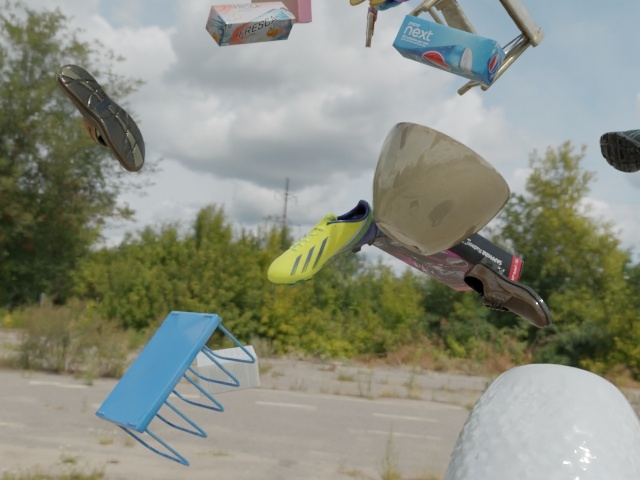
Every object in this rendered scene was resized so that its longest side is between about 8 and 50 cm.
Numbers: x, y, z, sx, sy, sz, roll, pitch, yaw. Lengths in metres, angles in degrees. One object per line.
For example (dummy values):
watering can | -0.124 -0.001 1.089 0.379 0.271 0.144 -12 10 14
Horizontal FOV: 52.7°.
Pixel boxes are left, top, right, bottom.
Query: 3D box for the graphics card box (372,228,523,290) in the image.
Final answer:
graphics card box | 0.331 0.027 1.747 0.371 0.094 0.233 29 -19 -25

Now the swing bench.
swing bench | 0.392 -0.538 1.585 0.253 0.255 0.165 49 -2 -13

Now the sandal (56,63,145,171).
sandal | -0.404 -0.217 1.179 0.060 0.090 0.219 -26 -65 33

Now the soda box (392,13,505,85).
soda box | 0.253 -0.379 1.286 0.210 0.071 0.067 29 6 31

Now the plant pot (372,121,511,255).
plant pot | 0.216 -0.083 1.333 0.284 0.191 0.284 34 -7 5

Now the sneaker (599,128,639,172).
sneaker | 0.760 -0.211 1.480 0.106 0.101 0.267 -24 21 -15

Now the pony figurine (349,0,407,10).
pony figurine | 0.206 -0.525 0.993 0.303 0.351 0.363 44 -52 -15

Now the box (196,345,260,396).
box | -0.270 0.374 1.867 0.171 0.091 0.130 -7 8 -11

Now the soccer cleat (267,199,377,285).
soccer cleat | 0.000 -0.001 1.441 0.289 0.121 0.093 -27 35 -21

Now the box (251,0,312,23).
box | -0.115 -0.744 1.862 0.149 0.232 0.127 3 19 18

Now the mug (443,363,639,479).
mug | 0.290 0.368 0.861 0.276 0.328 0.374 13 -33 10

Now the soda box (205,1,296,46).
soda box | -0.144 -0.453 1.346 0.183 0.063 0.058 -21 -26 -38

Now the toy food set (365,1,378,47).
toy food set | 0.096 -0.403 1.177 0.019 0.122 0.078 5 -11 -1

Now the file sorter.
file sorter | -0.185 0.193 0.859 0.118 0.170 0.104 -3 -45 47

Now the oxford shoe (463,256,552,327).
oxford shoe | 0.416 0.135 1.458 0.096 0.082 0.227 -32 46 -22
